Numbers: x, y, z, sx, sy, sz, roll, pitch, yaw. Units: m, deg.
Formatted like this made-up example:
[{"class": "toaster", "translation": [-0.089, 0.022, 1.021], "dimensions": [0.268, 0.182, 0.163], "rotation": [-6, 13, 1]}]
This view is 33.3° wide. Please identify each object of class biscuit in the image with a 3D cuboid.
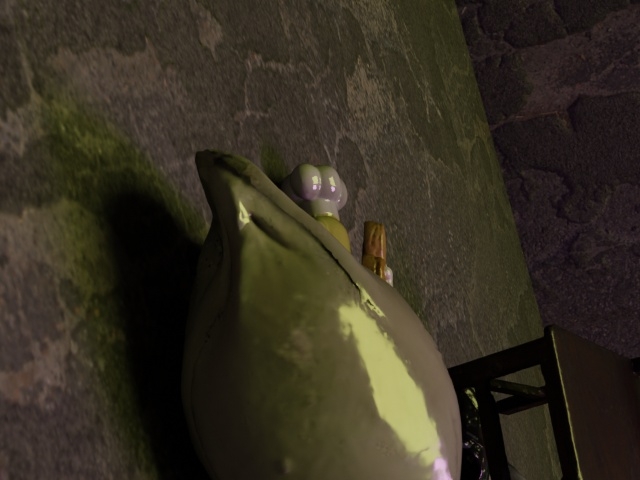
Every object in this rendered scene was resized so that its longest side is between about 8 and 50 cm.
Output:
[{"class": "biscuit", "translation": [0.057, 0.062, 1.126], "dimensions": [0.240, 0.035, 0.158], "rotation": [-78, 173, -75]}]

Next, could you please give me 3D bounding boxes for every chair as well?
[{"class": "chair", "translation": [0.339, 0.211, 1.243], "dimensions": [0.241, 0.416, 0.203], "rotation": [19, 55, -43]}]

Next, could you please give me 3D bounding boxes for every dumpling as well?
[{"class": "dumpling", "translation": [-0.007, 0.104, 0.759], "dimensions": [0.341, 0.181, 0.260], "rotation": [44, -1, -5]}]

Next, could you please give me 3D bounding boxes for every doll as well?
[{"class": "doll", "translation": [0.000, 0.000, 1.032], "dimensions": [0.106, 0.062, 0.162], "rotation": [61, 21, -66]}]

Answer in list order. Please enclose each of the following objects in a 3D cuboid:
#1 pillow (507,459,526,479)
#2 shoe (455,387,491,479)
[{"class": "pillow", "translation": [0.300, 0.450, 1.563], "dimensions": [0.186, 0.106, 0.249], "rotation": [-85, 151, -68]}, {"class": "shoe", "translation": [0.188, 0.268, 1.427], "dimensions": [0.099, 0.071, 0.169], "rotation": [9, 69, -67]}]
